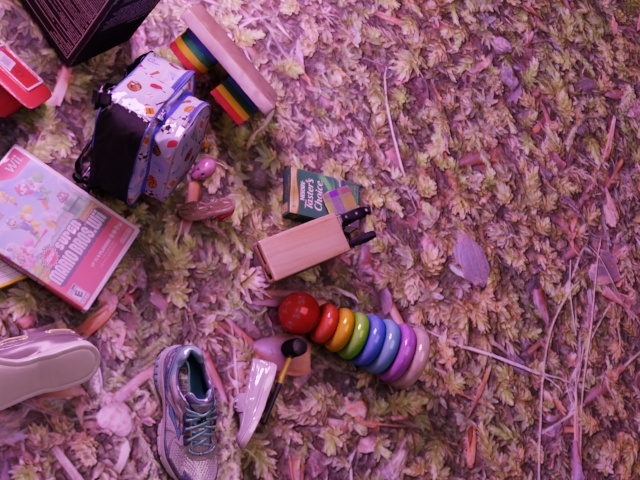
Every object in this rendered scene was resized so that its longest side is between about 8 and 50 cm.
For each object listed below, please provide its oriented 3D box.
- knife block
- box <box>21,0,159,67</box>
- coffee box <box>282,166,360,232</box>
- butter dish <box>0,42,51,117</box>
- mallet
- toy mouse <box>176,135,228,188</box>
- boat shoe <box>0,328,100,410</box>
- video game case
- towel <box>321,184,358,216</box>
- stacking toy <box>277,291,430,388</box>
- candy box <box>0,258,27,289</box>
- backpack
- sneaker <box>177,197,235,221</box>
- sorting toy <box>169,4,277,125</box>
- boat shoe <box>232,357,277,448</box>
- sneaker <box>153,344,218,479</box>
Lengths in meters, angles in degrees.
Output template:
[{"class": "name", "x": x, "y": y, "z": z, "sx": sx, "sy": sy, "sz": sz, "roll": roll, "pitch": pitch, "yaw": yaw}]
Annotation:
[{"class": "knife block", "x": 0.000, "y": 0.000, "z": 2.017, "sx": 0.242, "sy": 0.275, "sz": 0.088, "roll": -25, "pitch": 87, "yaw": 6}, {"class": "box", "x": -0.460, "y": -0.547, "z": 1.889, "sx": 0.183, "sy": 0.294, "sz": 0.296, "roll": -37, "pitch": 95, "yaw": -37}, {"class": "coffee box", "x": 0.002, "y": -0.089, "z": 2.176, "sx": 0.184, "sy": 0.040, "sz": 0.113, "roll": 14, "pitch": 67, "yaw": -28}, {"class": "butter dish", "x": -0.607, "y": -0.285, "z": 1.826, "sx": 0.160, "sy": 0.118, "sz": 0.160, "roll": 45, "pitch": 14, "yaw": -13}, {"class": "mallet", "x": -0.085, "y": 0.286, "z": 2.004, "sx": 0.039, "sy": 0.062, "sz": 0.190, "roll": 31, "pitch": 75, "yaw": -18}, {"class": "toy mouse", "x": -0.270, "y": -0.169, "z": 2.040, "sx": 0.161, "sy": 0.031, "sz": 0.143, "roll": 33, "pitch": 59, "yaw": -18}, {"class": "boat shoe", "x": -0.543, "y": 0.224, "z": 1.702, "sx": 0.305, "sy": 0.091, "sz": 0.109, "roll": -10, "pitch": 116, "yaw": -32}, {"class": "video game case", "x": -0.504, "y": -0.023, "z": 1.816, "sx": 0.285, "sy": 0.025, "sz": 0.204, "roll": 36, "pitch": 56, "yaw": -13}, {"class": "towel", "x": 0.043, "y": -0.085, "z": 2.168, "sx": 0.083, "sy": 0.009, "sz": 0.060, "roll": -21, "pitch": 87, "yaw": -35}, {"class": "stacking toy", "x": 0.064, "y": 0.195, "z": 2.069, "sx": 0.330, "sy": 0.141, "sz": 0.141, "roll": 25, "pitch": 62, "yaw": -18}, {"class": "candy box", "x": -0.537, "y": 0.011, "z": 1.816, "sx": 0.206, "sy": 0.027, "sz": 0.105, "roll": -25, "pitch": 84, "yaw": -35}, {"class": "backpack", "x": -0.328, "y": -0.225, "z": 1.884, "sx": 0.213, "sy": 0.276, "sz": 0.263, "roll": 24, "pitch": 49, "yaw": -8}, {"class": "sneaker", "x": -0.234, "y": -0.059, "z": 2.026, "sx": 0.118, "sy": 0.067, "sz": 0.042, "roll": -8, "pitch": 79, "yaw": -3}, {"class": "sorting toy", "x": -0.208, "y": -0.359, "z": 2.033, "sx": 0.089, "sy": 0.257, "sz": 0.255, "roll": -39, "pitch": 102, "yaw": 9}, {"class": "boat shoe", "x": -0.141, "y": 0.320, "z": 1.940, "sx": 0.063, "sy": 0.066, "sz": 0.184, "roll": 20, "pitch": 69, "yaw": -2}, {"class": "sneaker", "x": -0.245, "y": 0.330, "z": 1.831, "sx": 0.110, "sy": 0.122, "sz": 0.283, "roll": -7, "pitch": 78, "yaw": -33}]
